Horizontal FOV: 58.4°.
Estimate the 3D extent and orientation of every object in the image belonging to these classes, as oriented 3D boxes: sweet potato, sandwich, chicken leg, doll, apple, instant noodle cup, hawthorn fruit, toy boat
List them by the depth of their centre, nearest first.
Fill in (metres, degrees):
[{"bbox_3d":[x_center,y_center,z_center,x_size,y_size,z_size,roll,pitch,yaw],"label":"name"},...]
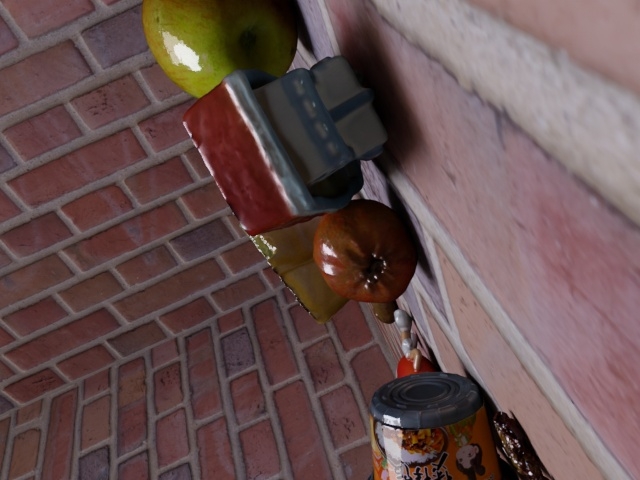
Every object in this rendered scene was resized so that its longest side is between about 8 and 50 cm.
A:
[{"bbox_3d":[0.178,0.190,0.507,0.036,0.021,0.083,79,170,-45],"label":"chicken leg"},{"bbox_3d":[-0.003,-0.100,0.553,0.145,0.133,0.332,60,-169,-4],"label":"toy boat"},{"bbox_3d":[0.048,0.011,0.642,0.128,0.128,0.128,155,90,-90],"label":"hawthorn fruit"},{"bbox_3d":[0.126,0.226,0.645,0.208,0.177,0.126,-23,-75,-60],"label":"instant noodle cup"},{"bbox_3d":[-0.125,-0.271,0.737,0.196,0.196,0.196,155,90,-90],"label":"apple"},{"bbox_3d":[0.000,0.000,0.948,0.220,0.186,0.108,48,177,9],"label":"sandwich"},{"bbox_3d":[0.170,0.246,0.998,0.183,0.085,0.217,68,-173,-53],"label":"doll"},{"bbox_3d":[0.131,0.129,1.216,0.218,0.051,0.065,65,-178,-53],"label":"sweet potato"}]
